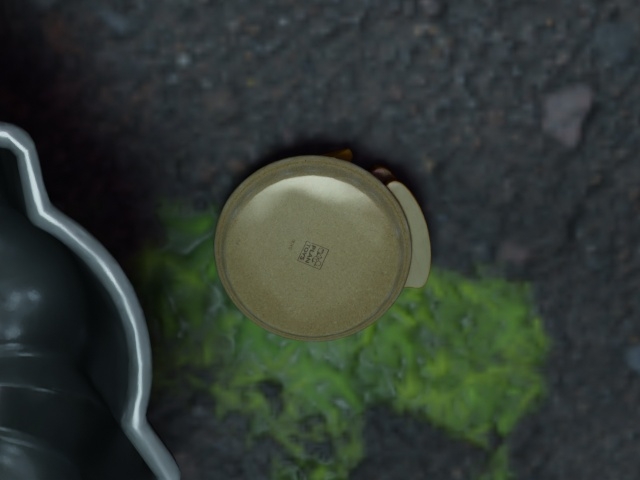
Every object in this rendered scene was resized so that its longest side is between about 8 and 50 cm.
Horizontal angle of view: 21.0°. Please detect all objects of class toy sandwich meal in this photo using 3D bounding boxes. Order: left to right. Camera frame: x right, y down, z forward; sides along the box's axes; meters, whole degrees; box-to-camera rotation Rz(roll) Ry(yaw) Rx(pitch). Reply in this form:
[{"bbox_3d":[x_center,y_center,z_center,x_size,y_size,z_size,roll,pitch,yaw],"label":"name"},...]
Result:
[{"bbox_3d":[0.000,0.000,0.678,0.085,0.029,0.085,1,110,2],"label":"toy sandwich meal"}]

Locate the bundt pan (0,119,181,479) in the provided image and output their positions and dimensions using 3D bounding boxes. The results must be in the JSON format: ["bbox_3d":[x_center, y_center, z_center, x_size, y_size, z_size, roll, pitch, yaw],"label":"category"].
[{"bbox_3d":[-0.218,0.070,0.606,0.331,0.124,0.331,-2,102,-8],"label":"bundt pan"}]
